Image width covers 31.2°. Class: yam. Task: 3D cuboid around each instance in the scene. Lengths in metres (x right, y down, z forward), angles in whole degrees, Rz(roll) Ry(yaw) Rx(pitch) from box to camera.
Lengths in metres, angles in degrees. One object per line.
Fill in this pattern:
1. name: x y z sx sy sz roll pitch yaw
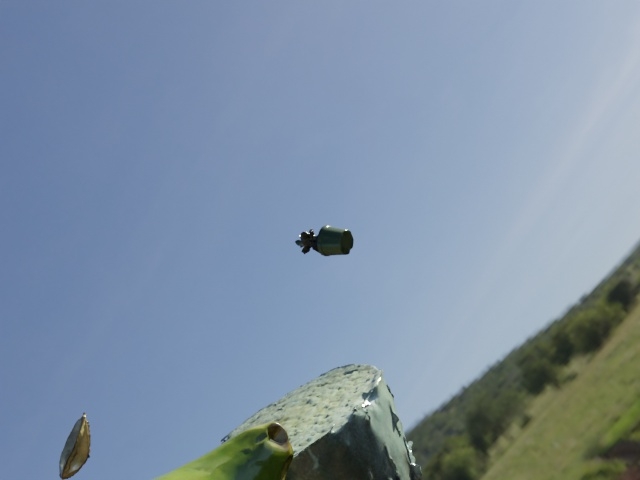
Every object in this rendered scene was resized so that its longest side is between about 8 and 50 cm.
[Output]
1. yam: 0.020 0.330 1.197 0.240 0.348 0.241 -22 0 0

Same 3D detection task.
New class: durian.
1. durian: -0.461 0.381 2.137 0.130 0.052 0.066 -71 -20 -6

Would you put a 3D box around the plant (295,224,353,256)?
1. plant: 0.000 0.000 1.834 0.051 0.102 0.051 -5 -84 -57

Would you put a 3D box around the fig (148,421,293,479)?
1. fig: -0.113 0.253 0.874 0.275 0.206 0.206 -59 -9 -21
